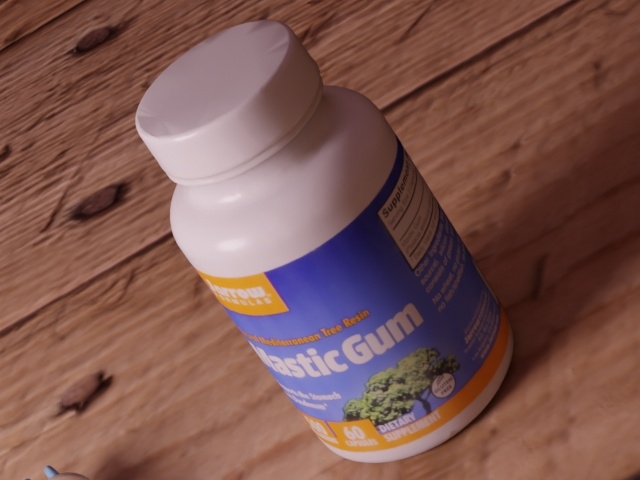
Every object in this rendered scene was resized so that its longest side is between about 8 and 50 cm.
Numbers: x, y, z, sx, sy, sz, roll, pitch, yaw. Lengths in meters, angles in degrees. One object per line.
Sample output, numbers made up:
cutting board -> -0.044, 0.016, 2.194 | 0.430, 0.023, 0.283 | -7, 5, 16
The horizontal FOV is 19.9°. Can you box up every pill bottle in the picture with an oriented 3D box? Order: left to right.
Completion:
pill bottle -> 0.000, 0.000, 1.152 | 0.152, 0.272, 0.152 | -24, 32, 17

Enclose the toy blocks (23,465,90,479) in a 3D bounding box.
toy blocks -> -0.193, 0.217, 1.246 | 0.123, 0.054, 0.148 | -41, 32, -11
